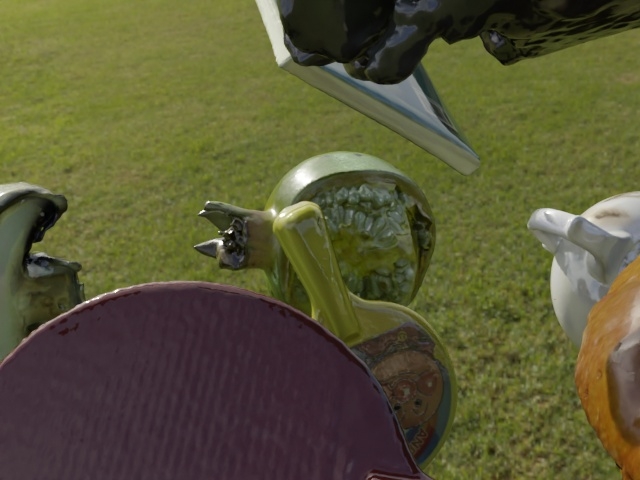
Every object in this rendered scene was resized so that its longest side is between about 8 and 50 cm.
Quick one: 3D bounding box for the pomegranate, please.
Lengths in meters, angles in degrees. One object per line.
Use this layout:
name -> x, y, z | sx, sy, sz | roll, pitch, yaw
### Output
pomegranate -> 0.000, 0.000, 1.053 | 0.340, 0.260, 0.260 | 10, 21, -18

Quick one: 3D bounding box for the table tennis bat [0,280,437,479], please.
table tennis bat -> -0.037, 0.164, 0.501 | 0.414, 0.051, 0.268 | 9, 68, 2

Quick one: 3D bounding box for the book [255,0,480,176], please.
book -> 0.019, -0.245, 0.821 | 0.264, 0.031, 0.379 | 23, 34, -38

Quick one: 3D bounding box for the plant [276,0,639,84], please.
plant -> 0.104, -0.188, 0.410 | 0.276, 0.199, 0.188 | -10, 1, 6

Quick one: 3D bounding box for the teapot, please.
teapot -> 0.349, 0.044, 0.835 | 0.298, 0.204, 0.139 | 23, 2, -10

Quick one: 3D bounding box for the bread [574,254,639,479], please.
bread -> 0.287, 0.089, 0.374 | 0.312, 0.172, 0.312 | -15, 28, 8

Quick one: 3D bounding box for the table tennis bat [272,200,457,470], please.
table tennis bat -> 0.039, 0.128, 0.903 | 0.224, 0.369, 0.054 | -23, 9, -14

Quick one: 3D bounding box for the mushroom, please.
mushroom -> -0.434, 0.061, 1.005 | 0.164, 0.267, 0.189 | 8, 24, 29
